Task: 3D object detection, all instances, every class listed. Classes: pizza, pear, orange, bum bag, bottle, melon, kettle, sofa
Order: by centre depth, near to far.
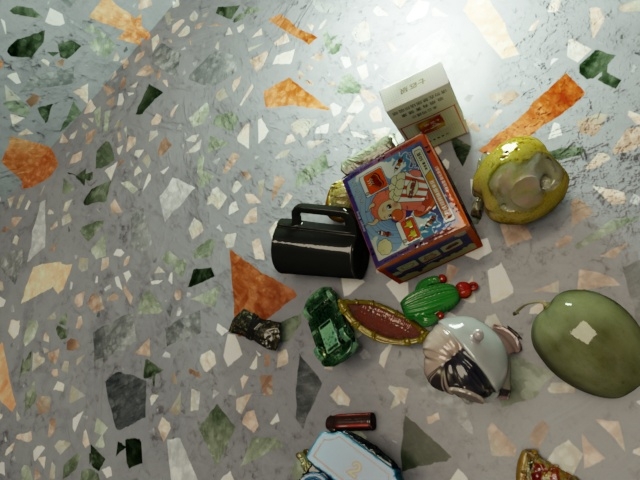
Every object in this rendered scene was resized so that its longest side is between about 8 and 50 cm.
[{"bbox_3d":[0.711,0.267,1.410,0.272,0.272,0.308,-38,94,12],"label":"melon"},{"bbox_3d":[0.632,0.666,1.436,0.199,0.062,0.188,-8,73,24],"label":"pizza"},{"bbox_3d":[0.599,-0.175,1.607,0.271,0.271,0.271,-8,71,25],"label":"pear"},{"bbox_3d":[0.096,0.594,1.731,0.164,0.060,0.060,-11,70,24],"label":"bottle"},{"bbox_3d":[0.183,-0.298,1.867,0.210,0.225,0.176,-29,67,19],"label":"sofa"},{"bbox_3d":[0.006,0.001,1.870,0.308,0.203,0.262,5,96,25],"label":"kettle"},{"bbox_3d":[0.084,-0.140,1.917,0.156,0.134,0.156,-173,90,-72],"label":"orange"},{"bbox_3d":[-0.240,0.327,1.977,0.248,0.069,0.102,14,97,31],"label":"bum bag"}]

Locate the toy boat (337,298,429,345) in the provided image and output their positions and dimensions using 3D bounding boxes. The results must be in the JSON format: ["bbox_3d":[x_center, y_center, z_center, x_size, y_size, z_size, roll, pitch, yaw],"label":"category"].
[{"bbox_3d":[0.203,0.269,1.738,0.318,0.099,0.141,19,50,21],"label":"toy boat"}]

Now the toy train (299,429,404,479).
[{"bbox_3d":[0.096,0.733,1.599,0.300,0.188,0.265,29,77,23],"label":"toy train"}]

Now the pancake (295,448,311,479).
[{"bbox_3d":[-0.060,0.877,1.728,0.197,0.054,0.376,5,75,22],"label":"pancake"}]

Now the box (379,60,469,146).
[{"bbox_3d":[0.352,-0.424,1.757,0.210,0.330,0.095,-21,66,19],"label":"box"}]

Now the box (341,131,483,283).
[{"bbox_3d":[0.294,-0.093,1.728,0.319,0.257,0.348,-26,65,19],"label":"box"}]

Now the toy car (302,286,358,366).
[{"bbox_3d":[0.042,0.297,1.812,0.136,0.125,0.306,-40,39,16],"label":"toy car"}]

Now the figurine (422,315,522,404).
[{"bbox_3d":[0.418,0.318,1.488,0.253,0.361,0.211,33,102,34],"label":"figurine"}]

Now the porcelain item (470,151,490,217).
[{"bbox_3d":[0.537,-0.181,1.749,0.084,0.054,0.213,15,83,31],"label":"porcelain item"}]

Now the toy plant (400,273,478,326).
[{"bbox_3d":[0.369,0.178,1.700,0.240,0.088,0.154,-38,45,-13],"label":"toy plant"}]
